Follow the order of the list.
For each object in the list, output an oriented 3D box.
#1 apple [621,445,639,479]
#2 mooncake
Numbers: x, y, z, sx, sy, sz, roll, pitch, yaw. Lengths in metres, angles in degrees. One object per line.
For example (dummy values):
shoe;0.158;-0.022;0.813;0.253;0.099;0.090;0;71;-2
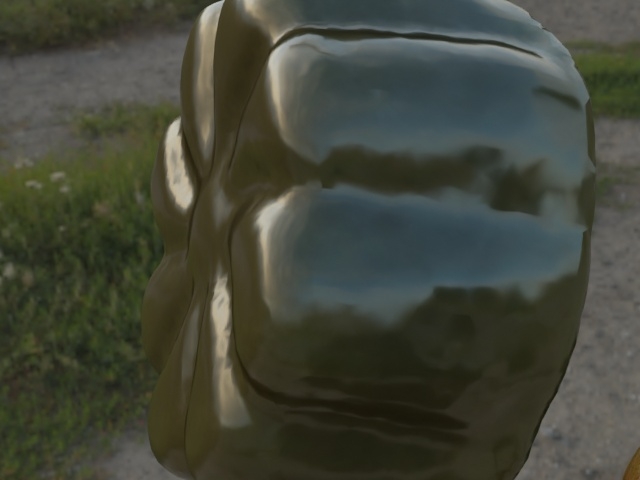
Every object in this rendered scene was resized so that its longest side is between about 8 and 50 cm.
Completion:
apple;0.367;0.239;1.004;0.237;0.207;0.237;-33;7;5
mooncake;0.000;0.000;0.810;0.201;0.378;0.378;8;20;-25
